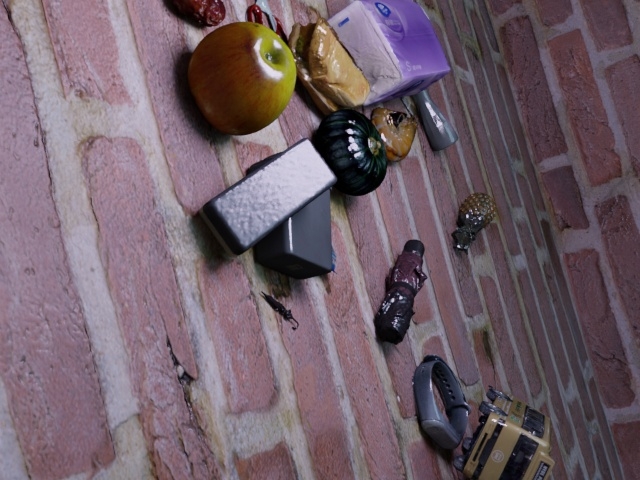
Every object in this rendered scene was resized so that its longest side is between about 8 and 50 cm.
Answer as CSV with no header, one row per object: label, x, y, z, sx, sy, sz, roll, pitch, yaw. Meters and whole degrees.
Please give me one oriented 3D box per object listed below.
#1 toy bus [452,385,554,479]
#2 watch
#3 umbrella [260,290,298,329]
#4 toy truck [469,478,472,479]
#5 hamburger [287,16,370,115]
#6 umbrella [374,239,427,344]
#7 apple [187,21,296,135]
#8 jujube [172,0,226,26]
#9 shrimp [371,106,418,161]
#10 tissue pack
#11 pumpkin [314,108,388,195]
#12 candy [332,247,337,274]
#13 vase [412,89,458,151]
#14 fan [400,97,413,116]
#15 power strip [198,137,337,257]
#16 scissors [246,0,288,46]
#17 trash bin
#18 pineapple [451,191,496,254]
toy bus,0.453,0.484,1.918,0.177,0.201,0.365,-66,164,6
watch,0.295,0.392,1.933,0.206,0.068,0.193,46,38,-36
umbrella,-0.074,0.125,1.483,0.122,0.013,0.022,51,56,-36
toy truck,0.440,0.693,1.990,0.125,0.101,0.243,-53,124,-43
hamburger,0.012,-0.369,1.808,0.262,0.124,0.131,46,55,-43
umbrella,0.195,0.115,1.889,0.090,0.094,0.326,21,41,2
apple,-0.137,-0.294,1.437,0.196,0.195,0.196,37,44,-47
jujube,-0.223,-0.443,1.476,0.129,0.077,0.077,21,56,-61
shrimp,0.204,-0.312,2.182,0.152,0.063,0.287,52,33,-11
tissue pack,0.184,-0.501,2.084,0.338,0.160,0.242,-27,89,-55
pumpkin,0.073,-0.198,1.794,0.202,0.140,0.202,34,46,-45
candy,0.000,0.000,1.659,0.088,0.038,0.136,27,42,-57
vase,0.337,-0.384,2.436,0.214,0.086,0.086,60,30,-12
fan,0.152,-0.491,2.187,0.223,0.012,0.295,12,56,-51
power strip,-0.085,-0.080,1.400,0.256,0.070,0.105,-38,96,-30
scissors,-0.131,-0.545,1.757,0.144,0.017,0.248,14,61,-59
trash bin,-0.052,-0.058,1.537,0.176,0.101,0.236,27,54,-55
pineapple,0.465,-0.049,2.451,0.125,0.125,0.251,61,35,-20
